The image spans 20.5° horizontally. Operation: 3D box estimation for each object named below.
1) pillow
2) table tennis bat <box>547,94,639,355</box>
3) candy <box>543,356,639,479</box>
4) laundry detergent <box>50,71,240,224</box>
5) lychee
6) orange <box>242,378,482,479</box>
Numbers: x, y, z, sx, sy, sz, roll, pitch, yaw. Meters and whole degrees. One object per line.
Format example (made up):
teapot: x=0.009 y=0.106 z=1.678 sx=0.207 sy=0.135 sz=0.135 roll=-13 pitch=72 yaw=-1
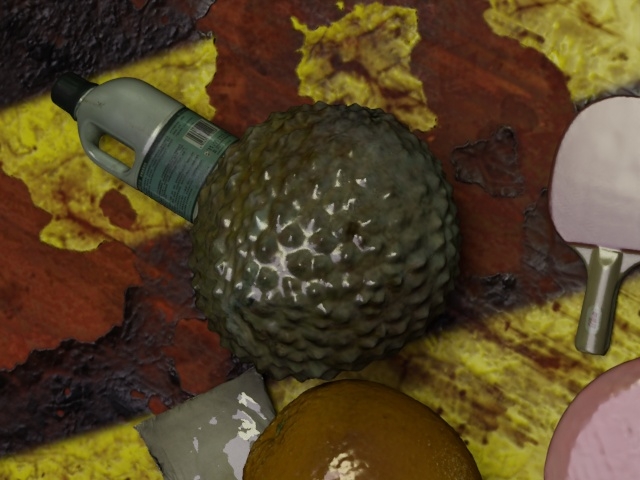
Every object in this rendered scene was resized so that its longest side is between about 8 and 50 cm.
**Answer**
pillow: x=-0.083 y=0.256 z=1.758 sx=0.148 sy=0.050 sz=0.230 roll=-24 pitch=81 yaw=9
table tennis bat: x=0.276 y=-0.015 z=1.667 sx=0.138 sy=0.022 sz=0.247 roll=11 pitch=90 yaw=19
candy: x=0.325 y=0.228 z=1.600 sx=0.255 sy=0.094 sz=0.255 roll=-1 pitch=88 yaw=18
laundry detergent: x=-0.177 y=-0.103 z=1.787 sx=0.225 sy=0.070 sz=0.099 roll=31 pitch=104 yaw=16
lychee: x=0.000 y=0.000 z=1.638 sx=0.255 sy=0.274 sz=0.255 roll=17 pitch=120 yaw=32
orange: x=0.041 y=0.243 z=1.626 sx=0.236 sy=0.236 sz=0.236 roll=-1 pitch=88 yaw=18
